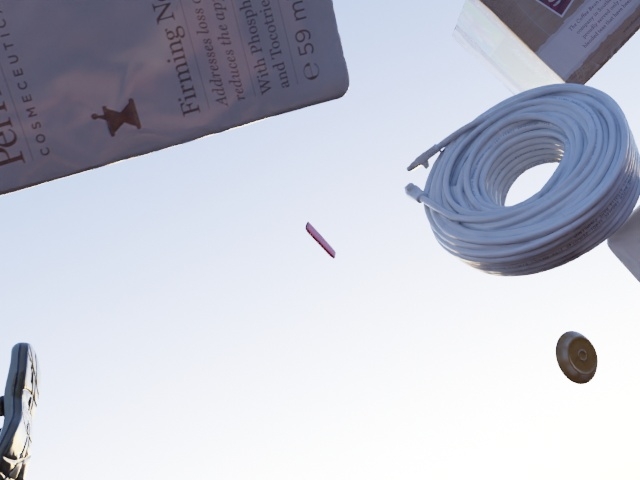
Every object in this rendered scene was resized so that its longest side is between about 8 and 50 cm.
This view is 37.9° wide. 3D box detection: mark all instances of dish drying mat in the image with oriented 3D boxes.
[{"bbox_3d":[0.000,0.000,1.808,0.008,0.083,0.032,-37,17,23],"label":"dish drying mat"}]

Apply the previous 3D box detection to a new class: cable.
[{"bbox_3d":[0.245,-0.070,1.089,0.257,0.257,0.089,-36,-53,7],"label":"cable"}]

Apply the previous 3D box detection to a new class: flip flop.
[{"bbox_3d":[-0.472,0.269,1.372,0.080,0.277,0.112,-1,-42,-5],"label":"flip flop"}]

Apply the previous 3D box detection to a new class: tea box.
[{"bbox_3d":[0.400,-0.393,1.433,0.329,0.220,0.323,-46,-3,4],"label":"tea box"}]

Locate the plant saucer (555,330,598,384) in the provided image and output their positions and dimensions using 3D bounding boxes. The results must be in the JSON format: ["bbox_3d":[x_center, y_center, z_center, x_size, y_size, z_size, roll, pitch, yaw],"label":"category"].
[{"bbox_3d":[0.395,0.176,1.418,0.083,0.083,0.015,-8,-14,-31],"label":"plant saucer"}]

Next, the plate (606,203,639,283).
[{"bbox_3d":[0.491,0.029,1.057,0.045,0.278,0.277,-31,-18,-27],"label":"plate"}]

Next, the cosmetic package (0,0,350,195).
[{"bbox_3d":[-0.225,-0.282,1.017,0.393,0.330,0.327,-18,22,-12],"label":"cosmetic package"}]
